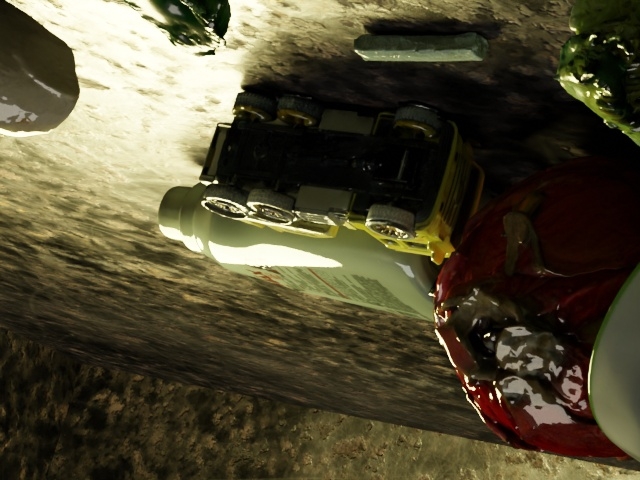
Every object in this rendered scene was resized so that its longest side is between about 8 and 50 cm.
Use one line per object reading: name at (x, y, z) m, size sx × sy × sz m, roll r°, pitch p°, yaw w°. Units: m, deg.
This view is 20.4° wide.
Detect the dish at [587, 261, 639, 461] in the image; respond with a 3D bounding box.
dish at (0.382, 0.091, 1.416) m, size 0.324 × 0.324 × 0.124 m, roll 28°, pitch -162°, yaw -43°

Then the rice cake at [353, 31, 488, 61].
rice cake at (0.080, -0.156, 1.434) m, size 0.121 × 0.021 × 0.022 m, roll 3°, pitch 158°, yaw 37°

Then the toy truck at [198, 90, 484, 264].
toy truck at (0.024, -0.054, 1.703) m, size 0.272 × 0.124 × 0.157 m, roll 8°, pitch 165°, yaw 31°

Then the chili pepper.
chili pepper at (-0.115, -0.194, 1.423) m, size 0.108 × 0.062 × 0.216 m, roll 21°, pitch 168°, yaw 6°

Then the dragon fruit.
dragon fruit at (0.244, 0.060, 1.591) m, size 0.277 × 0.277 × 0.342 m, roll 11°, pitch -156°, yaw 19°

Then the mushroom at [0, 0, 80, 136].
mushroom at (-0.381, -0.193, 1.602) m, size 0.350 × 0.128 × 0.128 m, roll 19°, pitch 167°, yaw -5°

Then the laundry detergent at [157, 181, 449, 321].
laundry detergent at (0.000, 0.000, 1.975) m, size 0.398 × 0.124 × 0.264 m, roll 8°, pitch 166°, yaw 34°

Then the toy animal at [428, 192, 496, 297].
toy animal at (0.185, 0.014, 1.789) m, size 0.225 × 0.121 × 0.094 m, roll 18°, pitch 168°, yaw -29°

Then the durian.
durian at (0.229, -0.114, 1.201) m, size 0.132 × 0.106 × 0.375 m, roll 37°, pitch -177°, yaw 21°
